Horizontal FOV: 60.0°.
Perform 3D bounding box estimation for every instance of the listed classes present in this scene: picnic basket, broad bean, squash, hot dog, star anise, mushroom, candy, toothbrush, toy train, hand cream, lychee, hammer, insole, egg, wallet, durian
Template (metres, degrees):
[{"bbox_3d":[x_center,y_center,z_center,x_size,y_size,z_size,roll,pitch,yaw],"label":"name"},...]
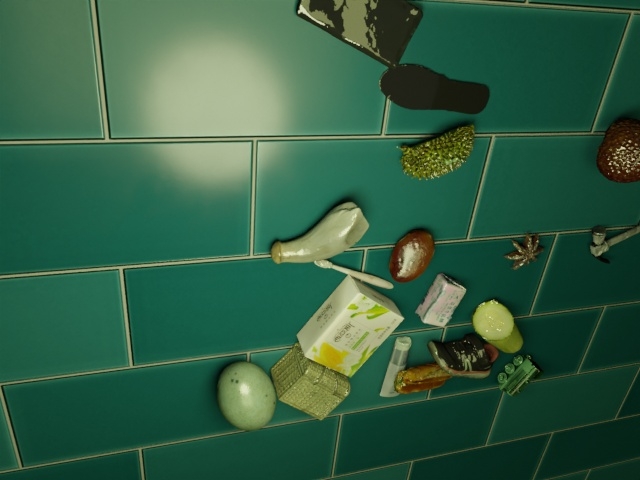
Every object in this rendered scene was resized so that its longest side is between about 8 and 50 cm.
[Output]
[{"bbox_3d":[-0.026,0.426,1.701,0.154,0.134,0.196,-44,123,13],"label":"picnic basket"},{"bbox_3d":[0.263,0.044,1.604,0.114,0.084,0.165,16,107,-21],"label":"broad bean"},{"bbox_3d":[0.630,0.329,1.876,0.137,0.137,0.287,-41,125,7],"label":"squash"},{"bbox_3d":[0.344,0.455,1.847,0.268,0.072,0.115,9,140,-45],"label":"hot dog"},{"bbox_3d":[0.653,0.035,1.760,0.140,0.042,0.141,-9,121,-15],"label":"star anise"},{"bbox_3d":[0.000,0.000,1.477,0.270,0.103,0.118,-30,126,7],"label":"mushroom"},{"bbox_3d":[0.378,0.189,1.737,0.092,0.073,0.160,17,114,-22],"label":"candy"},{"bbox_3d":[0.105,0.098,1.598,0.307,0.029,0.025,20,87,-35],"label":"toothbrush"},{"bbox_3d":[0.721,0.495,2.018,0.071,0.111,0.171,29,107,-26],"label":"toy train"},{"bbox_3d":[0.256,0.431,1.856,0.079,0.048,0.255,0,123,-14],"label":"hand cream"},{"bbox_3d":[0.894,-0.252,1.596,0.194,0.194,0.195,-9,122,-14],"label":"lychee"},{"bbox_3d":[1.095,-0.056,1.861,0.426,0.044,0.152,-25,125,-4],"label":"hammer"},{"bbox_3d":[0.293,-0.377,1.408,0.321,0.007,0.109,3,120,-21],"label":"insole"},{"bbox_3d":[-0.217,0.460,1.631,0.169,0.169,0.237,-18,122,-9],"label":"egg"},{"bbox_3d":[0.090,-0.510,1.244,0.285,0.030,0.146,19,115,-27],"label":"wallet"},{"bbox_3d":[0.317,-0.218,1.462,0.220,0.095,0.137,-16,123,-2],"label":"durian"}]

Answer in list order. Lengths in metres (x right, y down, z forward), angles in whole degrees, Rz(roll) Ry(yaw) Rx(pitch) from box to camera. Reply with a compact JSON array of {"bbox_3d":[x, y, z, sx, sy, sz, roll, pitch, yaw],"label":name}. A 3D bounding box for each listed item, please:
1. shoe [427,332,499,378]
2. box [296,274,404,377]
[{"bbox_3d":[0.492,0.381,1.865,0.290,0.114,0.137,16,118,-30],"label":"shoe"},{"bbox_3d":[0.086,0.259,1.655,0.194,0.111,0.260,31,108,-30],"label":"box"}]
